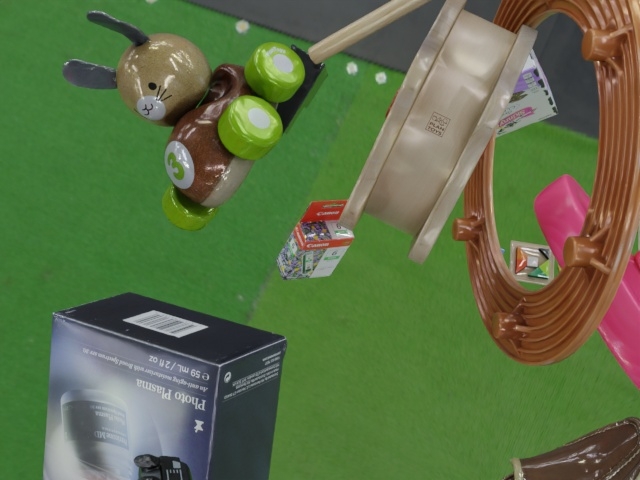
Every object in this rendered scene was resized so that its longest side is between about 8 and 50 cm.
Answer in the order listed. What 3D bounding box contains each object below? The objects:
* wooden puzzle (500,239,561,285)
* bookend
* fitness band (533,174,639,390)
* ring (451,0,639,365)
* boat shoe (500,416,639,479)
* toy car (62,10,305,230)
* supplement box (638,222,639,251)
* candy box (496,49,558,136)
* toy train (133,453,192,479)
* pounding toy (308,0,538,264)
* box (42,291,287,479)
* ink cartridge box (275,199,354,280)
[{"bbox_3d":[0.317,0.033,1.450,0.116,0.014,0.078,3,57,-3],"label":"wooden puzzle"},{"bbox_3d":[-0.058,-0.271,1.811,0.072,0.157,0.156,32,94,1],"label":"bookend"},{"bbox_3d":[0.307,0.059,0.942,0.054,0.209,0.291,-41,55,25],"label":"fitness band"},{"bbox_3d":[0.163,-0.070,0.766,0.032,0.336,0.336,3,73,-10],"label":"ring"},{"bbox_3d":[0.244,0.269,1.040,0.095,0.095,0.257,36,112,-22],"label":"boat shoe"},{"bbox_3d":[-0.138,-0.127,0.871,0.188,0.155,0.149,31,49,-14],"label":"toy car"},{"bbox_3d":[0.379,-0.001,0.976,0.098,0.062,0.036,18,65,-18],"label":"supplement box"},{"bbox_3d":[0.246,-0.215,1.421,0.165,0.196,0.070,-21,71,18],"label":"candy box"},{"bbox_3d":[-0.072,0.154,0.481,0.036,0.158,0.027,3,109,-15],"label":"toy train"},{"bbox_3d":[0.072,-0.125,0.783,0.155,0.154,0.269,26,120,3],"label":"pounding toy"},{"bbox_3d":[-0.228,0.260,1.396,0.296,0.183,0.294,12,104,27],"label":"box"},{"bbox_3d":[0.000,0.000,1.067,0.063,0.115,0.029,-5,58,-29],"label":"ink cartridge box"}]
